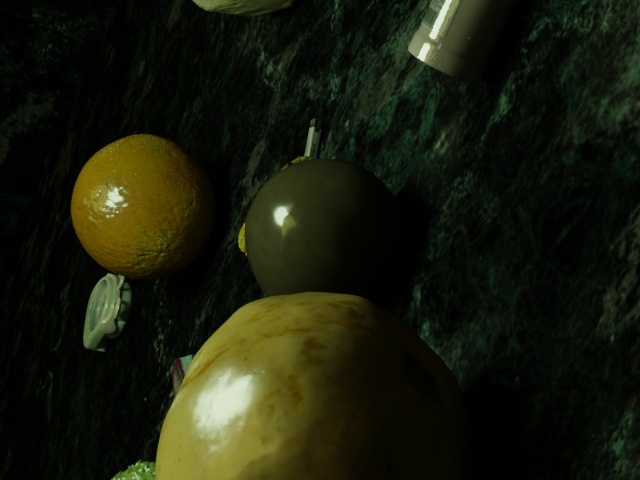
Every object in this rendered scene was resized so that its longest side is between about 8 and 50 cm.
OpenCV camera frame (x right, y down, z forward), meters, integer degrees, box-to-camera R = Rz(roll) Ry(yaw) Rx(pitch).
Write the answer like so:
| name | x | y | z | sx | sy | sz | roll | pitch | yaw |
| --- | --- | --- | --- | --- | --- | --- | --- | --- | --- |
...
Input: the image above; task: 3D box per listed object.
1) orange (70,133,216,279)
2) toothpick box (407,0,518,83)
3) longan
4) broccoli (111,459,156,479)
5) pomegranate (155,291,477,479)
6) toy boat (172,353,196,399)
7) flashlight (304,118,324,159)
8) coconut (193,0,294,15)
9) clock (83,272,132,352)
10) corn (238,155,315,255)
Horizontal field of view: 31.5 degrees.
| name | x | y | z | sx | sy | sz | roll | pitch | yaw |
| --- | --- | --- | --- | --- | --- | --- | --- | --- | --- |
| orange | -0.326 | -0.063 | 2.095 | 0.274 | 0.274 | 0.274 | -46 | 36 | 47 |
| toothpick box | 0.176 | -0.271 | 1.329 | 0.149 | 0.098 | 0.098 | -65 | 25 | 20 |
| longan | 0.000 | 0.000 | 1.433 | 0.196 | 0.196 | 0.220 | -103 | 25 | -49 |
| broccoli | -0.295 | 0.465 | 1.784 | 0.302 | 0.186 | 0.254 | -42 | 48 | 41 |
| pomegranate | -0.018 | 0.214 | 1.137 | 0.342 | 0.342 | 0.342 | -46 | 36 | 47 |
| toy boat | -0.219 | 0.272 | 1.923 | 0.080 | 0.046 | 0.229 | -60 | 25 | 22 |
| flashlight | -0.012 | -0.147 | 1.765 | 0.018 | 0.018 | 0.083 | -17 | 60 | 62 |
| coconut | -0.132 | -0.516 | 1.992 | 0.259 | 0.259 | 0.259 | -46 | 36 | 47 |
| clock | -0.469 | 0.152 | 2.531 | 0.191 | 0.062 | 0.151 | -43 | 37 | 49 |
| corn | -0.063 | -0.048 | 1.750 | 0.203 | 0.072 | 0.072 | -54 | 30 | 36 |
